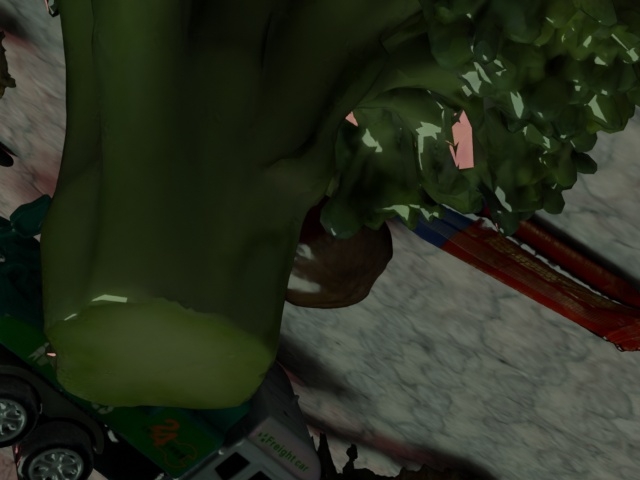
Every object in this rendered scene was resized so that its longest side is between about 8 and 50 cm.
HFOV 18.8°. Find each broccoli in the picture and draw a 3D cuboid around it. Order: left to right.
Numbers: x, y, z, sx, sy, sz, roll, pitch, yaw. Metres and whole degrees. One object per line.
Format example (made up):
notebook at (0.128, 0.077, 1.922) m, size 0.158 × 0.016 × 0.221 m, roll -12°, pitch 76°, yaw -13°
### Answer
broccoli at (-0.012, -0.095, 0.591) m, size 0.288 × 0.260 × 0.235 m, roll 19°, pitch 125°, yaw -23°

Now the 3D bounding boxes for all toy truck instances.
toy truck at (-0.149, 0.107, 1.471) m, size 0.363 × 0.178 × 0.176 m, roll 48°, pitch -167°, yaw -38°

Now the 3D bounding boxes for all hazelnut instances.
hazelnut at (0.000, 0.000, 1.107) m, size 0.086 × 0.086 × 0.086 m, roll 28°, pitch 163°, yaw 9°

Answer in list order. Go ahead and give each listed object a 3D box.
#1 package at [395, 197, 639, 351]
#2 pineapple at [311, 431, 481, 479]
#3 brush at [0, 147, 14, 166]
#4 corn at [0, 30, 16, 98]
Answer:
package at (0.095, 0.001, 1.027) m, size 0.200 × 0.022 × 0.083 m, roll 33°, pitch 163°, yaw -5°
pineapple at (0.028, 0.228, 1.623) m, size 0.277 × 0.130 × 0.119 m, roll 14°, pitch 145°, yaw 47°
brush at (-0.296, -0.109, 1.381) m, size 0.193 × 0.016 × 0.063 m, roll 40°, pitch 161°, yaw -29°
corn at (-0.337, -0.115, 1.141) m, size 0.312 × 0.102 × 0.102 m, roll 3°, pitch 163°, yaw -4°
